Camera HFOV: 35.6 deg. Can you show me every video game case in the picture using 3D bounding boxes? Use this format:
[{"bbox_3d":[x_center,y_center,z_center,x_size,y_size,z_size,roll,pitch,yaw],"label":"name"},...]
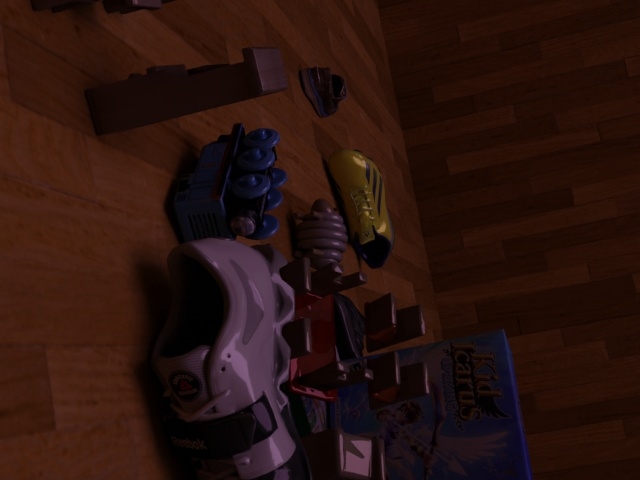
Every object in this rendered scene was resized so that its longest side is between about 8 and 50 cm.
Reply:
[{"bbox_3d":[0.136,0.254,1.266,0.061,0.244,0.269,67,16,-45],"label":"video game case"}]

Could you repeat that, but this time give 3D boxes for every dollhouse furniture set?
[{"bbox_3d":[-0.009,0.159,1.146,0.262,0.135,0.259,23,54,-41],"label":"dollhouse furniture set"},{"bbox_3d":[-0.144,-0.234,0.909,0.212,0.161,0.242,-48,125,-75],"label":"dollhouse furniture set"}]

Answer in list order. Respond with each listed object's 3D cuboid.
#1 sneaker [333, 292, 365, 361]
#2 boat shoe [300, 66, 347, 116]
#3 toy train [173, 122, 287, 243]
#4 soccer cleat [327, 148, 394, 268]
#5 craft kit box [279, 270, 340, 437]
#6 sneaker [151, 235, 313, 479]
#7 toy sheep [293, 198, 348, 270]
[{"bbox_3d":[0.042,0.184,1.532,0.130,0.087,0.227,-9,82,-72],"label":"sneaker"},{"bbox_3d":[0.016,-0.286,1.927,0.183,0.066,0.066,30,50,-74],"label":"boat shoe"},{"bbox_3d":[-0.097,-0.062,1.092,0.184,0.105,0.080,-84,168,-54],"label":"toy train"},{"bbox_3d":[0.086,-0.060,1.974,0.289,0.093,0.121,65,24,-45],"label":"soccer cleat"},{"bbox_3d":[-0.017,0.198,1.336,0.246,0.061,0.249,-74,150,-71],"label":"craft kit box"},{"bbox_3d":[-0.097,0.156,0.914,0.146,0.122,0.330,17,61,-56],"label":"sneaker"},{"bbox_3d":[0.000,0.000,1.541,0.091,0.091,0.132,35,58,-73],"label":"toy sheep"}]
